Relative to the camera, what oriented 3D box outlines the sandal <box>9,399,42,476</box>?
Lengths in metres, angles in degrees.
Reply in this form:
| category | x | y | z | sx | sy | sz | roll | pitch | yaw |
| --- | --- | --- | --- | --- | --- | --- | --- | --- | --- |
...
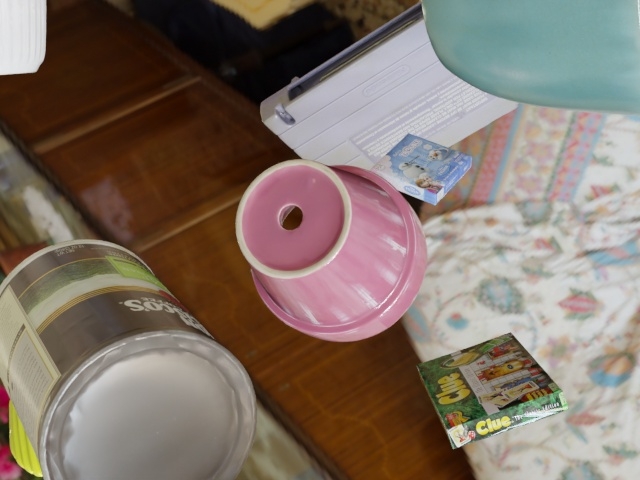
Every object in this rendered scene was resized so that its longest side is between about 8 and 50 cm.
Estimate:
| category | x | y | z | sx | sy | sz | roll | pitch | yaw |
| --- | --- | --- | --- | --- | --- | --- | --- | --- | --- |
| sandal | -0.310 | 0.257 | 1.504 | 0.317 | 0.138 | 0.126 | -1 | 90 | 40 |

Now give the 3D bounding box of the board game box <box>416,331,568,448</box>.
| category | x | y | z | sx | sy | sz | roll | pitch | yaw |
| --- | --- | --- | --- | --- | --- | --- | --- | --- | --- |
| board game box | 0.197 | 0.174 | 1.317 | 0.259 | 0.136 | 0.030 | -109 | -3 | -80 |

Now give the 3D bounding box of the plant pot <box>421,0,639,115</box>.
| category | x | y | z | sx | sy | sz | roll | pitch | yaw |
| --- | --- | --- | --- | --- | --- | --- | --- | --- | --- |
| plant pot | 0.242 | -0.269 | 1.132 | 0.235 | 0.293 | 0.293 | 1 | 124 | 28 |

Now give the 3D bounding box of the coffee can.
| category | x | y | z | sx | sy | sz | roll | pitch | yaw |
| --- | --- | --- | --- | --- | --- | --- | --- | --- | --- |
| coffee can | -0.208 | 0.133 | 1.093 | 0.275 | 0.202 | 0.201 | 34 | 146 | 58 |

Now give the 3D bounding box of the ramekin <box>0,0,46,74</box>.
| category | x | y | z | sx | sy | sz | roll | pitch | yaw |
| --- | --- | --- | --- | --- | --- | --- | --- | --- | --- |
| ramekin | -0.372 | -0.217 | 1.095 | 0.207 | 0.207 | 0.109 | 14 | 110 | 61 |

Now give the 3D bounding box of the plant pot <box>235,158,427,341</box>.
| category | x | y | z | sx | sy | sz | roll | pitch | yaw |
| --- | --- | --- | --- | --- | --- | --- | --- | --- | --- |
| plant pot | 0.000 | 0.000 | 1.197 | 0.201 | 0.201 | 0.180 | 51 | -174 | 23 |

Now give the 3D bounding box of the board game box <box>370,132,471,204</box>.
| category | x | y | z | sx | sy | sz | roll | pitch | yaw |
| --- | --- | --- | --- | --- | --- | --- | --- | --- | --- |
| board game box | 0.121 | -0.087 | 1.321 | 0.090 | 0.090 | 0.020 | 23 | 135 | 25 |

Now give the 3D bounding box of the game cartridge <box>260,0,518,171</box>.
| category | x | y | z | sx | sy | sz | roll | pitch | yaw |
| --- | --- | --- | --- | --- | --- | --- | --- | --- | --- |
| game cartridge | 0.122 | -0.208 | 1.560 | 0.230 | 0.355 | 0.068 | 38 | -149 | -44 |

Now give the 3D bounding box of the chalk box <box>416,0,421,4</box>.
| category | x | y | z | sx | sy | sz | roll | pitch | yaw |
| --- | --- | --- | --- | --- | --- | --- | --- | --- | --- |
| chalk box | 0.209 | -0.314 | 1.882 | 0.180 | 0.289 | 0.179 | 40 | 176 | -1 |
